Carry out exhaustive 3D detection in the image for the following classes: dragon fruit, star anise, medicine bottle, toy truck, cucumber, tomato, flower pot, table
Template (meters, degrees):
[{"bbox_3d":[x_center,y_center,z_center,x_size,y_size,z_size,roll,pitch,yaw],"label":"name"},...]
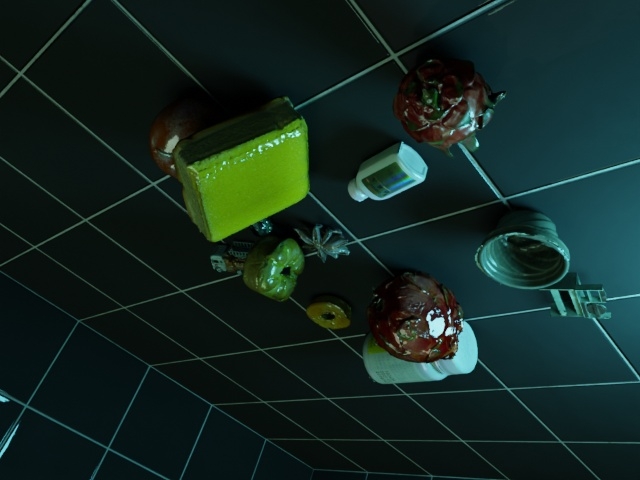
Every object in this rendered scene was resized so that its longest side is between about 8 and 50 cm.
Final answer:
[{"bbox_3d":[0.300,0.244,1.846,0.302,0.295,0.296,28,146,-30],"label":"dragon fruit"},{"bbox_3d":[0.000,0.000,1.872,0.195,0.065,0.182,27,150,-16],"label":"star anise"},{"bbox_3d":[0.165,-0.169,1.540,0.115,0.078,0.219,37,142,-25],"label":"medicine bottle"},{"bbox_3d":[-0.309,0.058,2.091,0.178,0.080,0.115,4,137,21],"label":"toy truck"},{"bbox_3d":[0.351,0.400,2.104,0.379,0.213,0.213,-17,131,41],"label":"medicine bottle"},{"bbox_3d":[-0.232,-0.100,1.849,0.078,0.062,0.211,-2,140,30],"label":"cucumber"},{"bbox_3d":[-0.343,-0.273,1.561,0.232,0.188,0.232,-8,130,-10],"label":"tomato"},{"bbox_3d":[0.268,-0.285,1.245,0.193,0.192,0.274,45,-162,29],"label":"dragon fruit"},{"bbox_3d":[0.536,0.010,1.543,0.236,0.140,0.235,12,143,9],"label":"flower pot"},{"bbox_3d":[0.747,0.163,1.712,0.175,0.062,0.146,-5,138,34],"label":"table"}]

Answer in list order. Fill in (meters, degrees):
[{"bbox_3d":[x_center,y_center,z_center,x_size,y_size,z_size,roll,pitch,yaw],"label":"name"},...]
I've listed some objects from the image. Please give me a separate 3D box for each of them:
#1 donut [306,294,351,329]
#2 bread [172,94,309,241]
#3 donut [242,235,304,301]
[{"bbox_3d":[0.036,0.266,2.215,0.179,0.065,0.162,-3,134,32],"label":"donut"},{"bbox_3d":[-0.190,-0.177,1.503,0.143,0.333,0.323,53,159,28],"label":"bread"},{"bbox_3d":[-0.150,0.087,1.931,0.128,0.208,0.261,21,167,20],"label":"donut"}]
